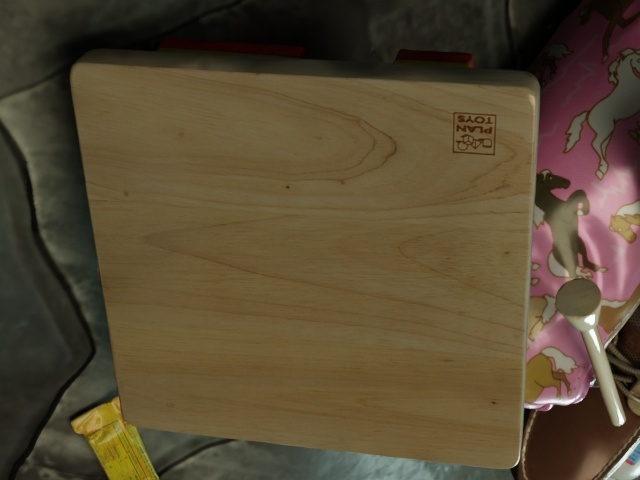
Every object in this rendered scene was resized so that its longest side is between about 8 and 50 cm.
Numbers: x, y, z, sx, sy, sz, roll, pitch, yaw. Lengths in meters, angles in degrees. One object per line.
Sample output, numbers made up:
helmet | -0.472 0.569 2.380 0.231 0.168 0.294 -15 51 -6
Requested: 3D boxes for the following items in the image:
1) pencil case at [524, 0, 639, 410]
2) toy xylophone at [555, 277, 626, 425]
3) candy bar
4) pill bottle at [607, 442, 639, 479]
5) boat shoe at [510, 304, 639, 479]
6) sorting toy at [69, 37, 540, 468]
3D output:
pencil case | 0.215 -0.067 0.890 0.167 0.160 0.386 31 99 -40
toy xylophone | 0.282 0.032 0.841 0.236 0.081 0.323 -44 140 -2
candy bar | -0.134 0.176 0.923 0.040 0.018 0.161 -26 130 -10
pill bottle | 0.263 0.149 1.102 0.087 0.087 0.160 28 102 -40
boat shoe | 0.242 0.069 0.996 0.324 0.123 0.116 -64 173 8
sorting toy | 0.000 0.000 0.772 0.257 0.089 0.256 5 122 12
